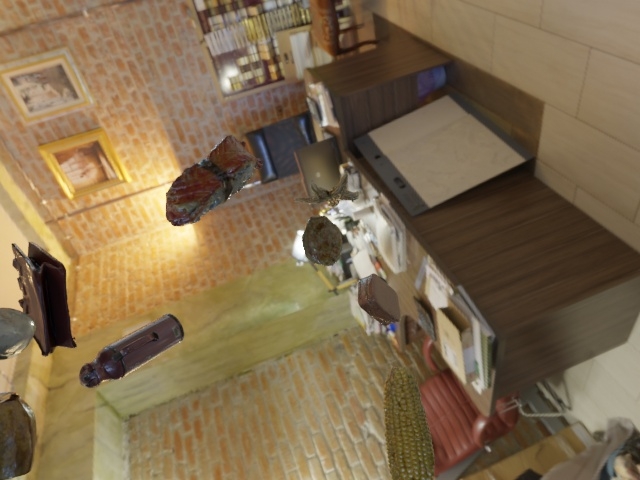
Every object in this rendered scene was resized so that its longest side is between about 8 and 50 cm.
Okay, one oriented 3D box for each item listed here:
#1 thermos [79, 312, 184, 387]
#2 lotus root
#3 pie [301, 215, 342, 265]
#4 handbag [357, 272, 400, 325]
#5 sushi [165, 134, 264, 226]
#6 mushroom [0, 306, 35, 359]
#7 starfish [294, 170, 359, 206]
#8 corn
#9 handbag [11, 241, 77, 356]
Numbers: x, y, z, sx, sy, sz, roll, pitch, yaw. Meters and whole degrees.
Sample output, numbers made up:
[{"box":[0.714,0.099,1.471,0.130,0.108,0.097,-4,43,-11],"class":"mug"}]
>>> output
[{"box":[-0.568,0.340,1.444,0.330,0.136,0.109,-30,-68,-54],"class":"thermos"},{"box":[-0.779,0.455,1.110,0.188,0.199,0.179,4,91,49],"class":"lotus root"},{"box":[0.000,0.000,1.674,0.079,0.163,0.193,-23,53,44],"class":"pie"},{"box":[0.213,0.211,1.718,0.193,0.072,0.151,40,-143,-34],"class":"handbag"},{"box":[-0.281,-0.155,1.228,0.124,0.332,0.130,42,156,5],"class":"sushi"},{"box":[-0.652,0.175,0.884,0.270,0.118,0.103,47,-152,-76],"class":"mushroom"},{"box":[0.029,-0.161,1.643,0.277,0.236,0.062,128,137,-73],"class":"starfish"},{"box":[0.242,0.534,1.330,0.130,0.130,0.346,90,176,-66],"class":"corn"},{"box":[-0.759,0.152,1.287,0.276,0.084,0.260,19,116,43],"class":"handbag"}]
